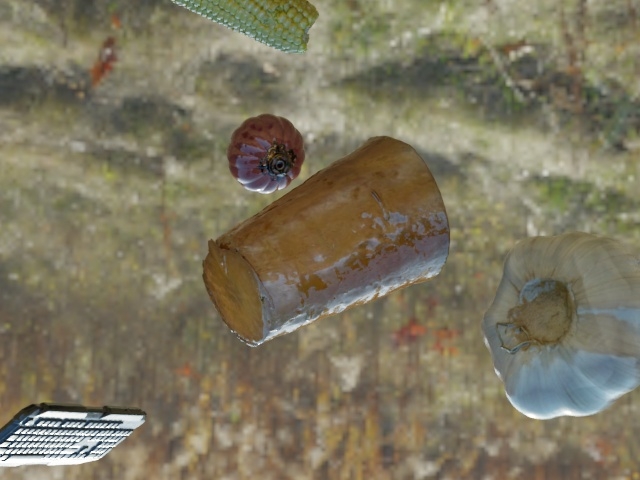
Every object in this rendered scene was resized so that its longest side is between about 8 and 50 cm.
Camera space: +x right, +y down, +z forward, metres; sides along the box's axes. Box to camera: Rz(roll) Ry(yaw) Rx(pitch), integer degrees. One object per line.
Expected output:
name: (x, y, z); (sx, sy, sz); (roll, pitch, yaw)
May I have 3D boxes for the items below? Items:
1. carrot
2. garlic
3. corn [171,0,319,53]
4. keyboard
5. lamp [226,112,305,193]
carrot: (0.000, 0.000, 1.564); (0.254, 0.196, 0.196); (-23, 178, -26)
garlic: (0.286, 0.101, 1.370); (0.199, 0.199, 0.226); (-9, 159, 39)
corn: (-0.097, -0.234, 1.200); (0.206, 0.067, 0.067); (26, 163, -8)
keyboard: (-0.279, 0.214, 1.442); (0.106, 0.016, 0.262); (-41, 161, 9)
lamp: (-0.072, -0.115, 1.743); (0.108, 0.107, 0.092); (9, -161, -30)
